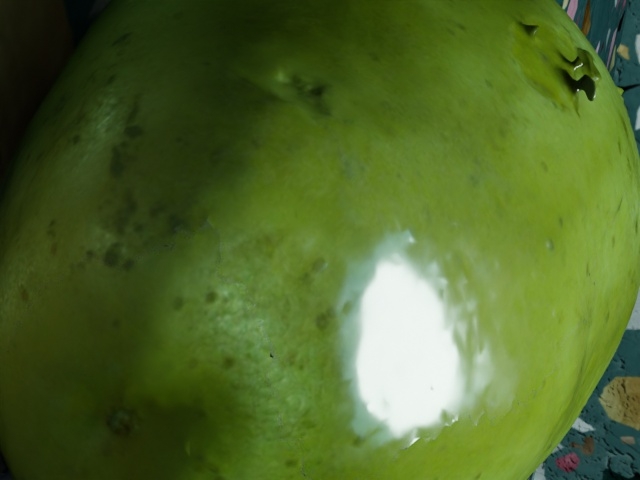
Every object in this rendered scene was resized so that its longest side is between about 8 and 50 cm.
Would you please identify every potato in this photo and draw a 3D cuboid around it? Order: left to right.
[{"bbox_3d":[-0.002,0.002,0.654,0.304,0.216,0.216,-39,143,-55],"label":"potato"}]

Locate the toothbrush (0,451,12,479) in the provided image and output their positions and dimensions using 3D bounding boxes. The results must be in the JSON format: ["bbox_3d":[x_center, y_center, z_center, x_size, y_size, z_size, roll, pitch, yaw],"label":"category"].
[{"bbox_3d":[-0.115,0.080,0.648,0.354,0.024,0.029,2,111,-78],"label":"toothbrush"}]
